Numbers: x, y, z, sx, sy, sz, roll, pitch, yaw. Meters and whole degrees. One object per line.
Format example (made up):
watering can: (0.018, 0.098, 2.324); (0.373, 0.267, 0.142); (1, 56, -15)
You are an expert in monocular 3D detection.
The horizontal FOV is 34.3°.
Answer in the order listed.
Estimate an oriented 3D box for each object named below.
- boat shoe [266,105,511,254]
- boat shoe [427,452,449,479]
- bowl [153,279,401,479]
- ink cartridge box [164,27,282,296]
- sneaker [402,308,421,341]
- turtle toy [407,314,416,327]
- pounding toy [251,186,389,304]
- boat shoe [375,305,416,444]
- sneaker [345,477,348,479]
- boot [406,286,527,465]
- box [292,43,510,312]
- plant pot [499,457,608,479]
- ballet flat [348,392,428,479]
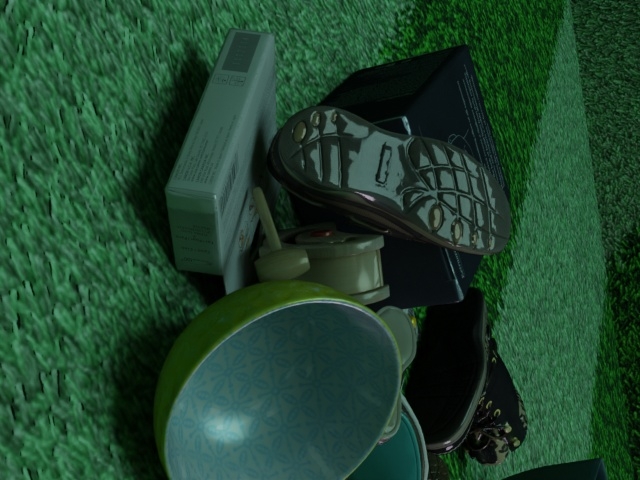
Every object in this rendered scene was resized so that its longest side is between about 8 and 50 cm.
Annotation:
boat shoe: (0.091, -0.074, 1.362); (0.355, 0.130, 0.132); (24, 73, -22)
boat shoe: (0.176, 0.430, 1.715); (0.178, 0.064, 0.060); (-83, -172, -52)
bowl: (-0.070, 0.154, 1.164); (0.156, 0.289, 0.289); (43, -10, 49)
ink cartridge box: (-0.112, -0.073, 1.303); (0.261, 0.066, 0.296); (90, 11, -48)
sneaker: (0.132, 0.164, 1.707); (0.075, 0.063, 0.170); (47, 36, -39)
turtle toy: (0.088, 0.150, 1.610); (0.130, 0.095, 0.066); (-27, 126, -63)
pounding toy: (0.000, 0.000, 1.295); (0.269, 0.154, 0.155); (-93, 176, -81)
boat shoe: (0.076, 0.179, 1.363); (0.075, 0.065, 0.206); (20, 50, -9)
sneaker: (-0.028, 0.221, 1.327); (0.111, 0.129, 0.297); (-143, -127, -70)
boot: (0.274, 0.301, 1.877); (0.377, 0.138, 0.284); (-74, 144, -52)
box: (0.133, -0.103, 1.642); (0.395, 0.212, 0.293); (-51, 126, -58)
plant pot: (0.426, 0.530, 1.976); (0.166, 0.234, 0.165); (-34, 112, -61)
ballet flat: (0.055, 0.220, 1.483); (0.400, 0.139, 0.139); (65, 30, -26)
